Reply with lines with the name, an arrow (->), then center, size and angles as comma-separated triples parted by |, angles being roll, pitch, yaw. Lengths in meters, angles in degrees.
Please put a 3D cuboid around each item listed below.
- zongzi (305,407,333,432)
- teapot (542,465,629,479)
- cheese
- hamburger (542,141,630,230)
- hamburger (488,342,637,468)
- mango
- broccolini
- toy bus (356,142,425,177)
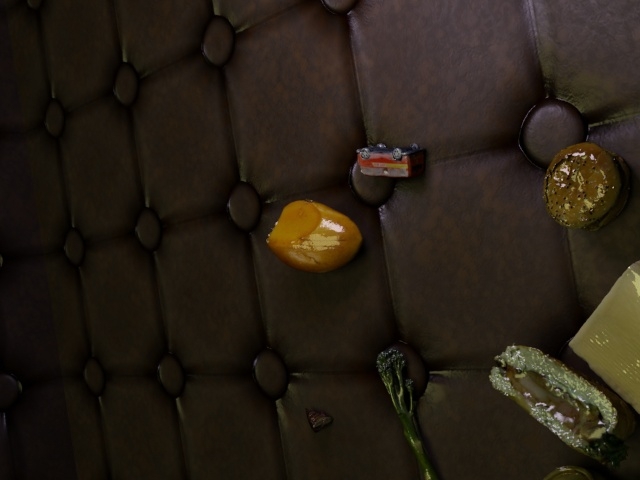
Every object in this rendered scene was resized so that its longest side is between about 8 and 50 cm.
zongzi -> -0.018, 0.494, 2.226 | 0.073, 0.067, 0.083 | 59, 147, 12
teapot -> 0.550, 0.565, 1.645 | 0.270, 0.173, 0.182 | -21, 115, 22
cheese -> 0.645, 0.202, 1.508 | 0.265, 0.124, 0.242 | 47, 134, 28
hamburger -> 0.519, -0.104, 1.598 | 0.186, 0.113, 0.177 | -12, 89, 43
hamburger -> 0.500, 0.326, 1.603 | 0.309, 0.211, 0.132 | 34, 95, 43
mango -> 0.000, 0.000, 2.089 | 0.257, 0.138, 0.187 | 19, 90, 36
broccolini -> 0.241, 0.452, 1.985 | 0.074, 0.079, 0.392 | -29, 83, 31
toy bus -> 0.168, -0.192, 1.945 | 0.174, 0.079, 0.077 | 6, 109, 43
